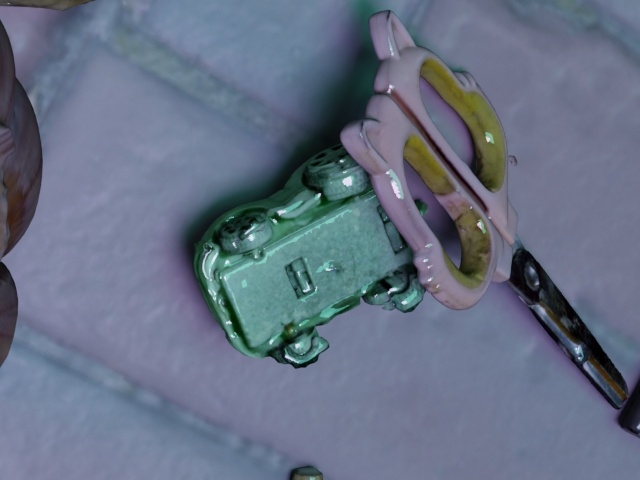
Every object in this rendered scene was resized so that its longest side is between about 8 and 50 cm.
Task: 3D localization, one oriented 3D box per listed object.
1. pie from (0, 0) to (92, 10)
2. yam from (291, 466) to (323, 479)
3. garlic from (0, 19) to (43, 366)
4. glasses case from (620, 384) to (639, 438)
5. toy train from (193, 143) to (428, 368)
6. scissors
[{"bbox_3d":[-0.157,-0.269,0.911,0.339,0.077,0.339,-1,93,-12],"label":"pie"},{"bbox_3d":[-0.011,0.191,1.097,0.021,0.021,0.116,2,97,-26],"label":"yam"},{"bbox_3d":[-0.207,-0.032,0.895,0.160,0.191,0.214,-50,153,-20],"label":"garlic"},{"bbox_3d":[0.264,0.052,1.195,0.072,0.042,0.190,32,84,-19],"label":"glasses case"},{"bbox_3d":[0.000,0.000,1.046,0.149,0.081,0.099,-30,110,-12],"label":"toy train"},{"bbox_3d":[0.109,0.004,1.094,0.317,0.024,0.160,48,40,-36],"label":"scissors"}]
